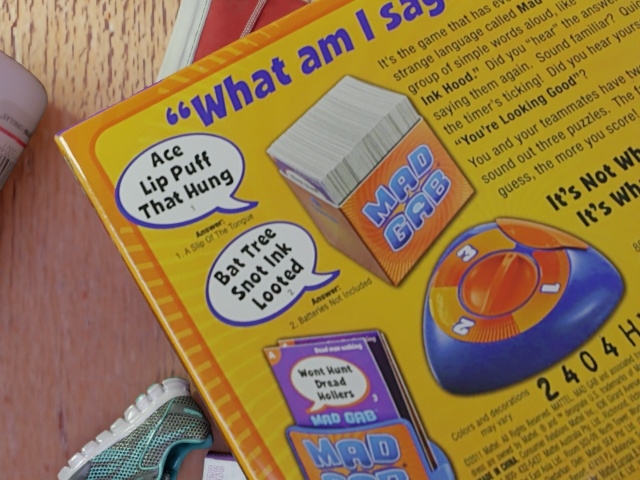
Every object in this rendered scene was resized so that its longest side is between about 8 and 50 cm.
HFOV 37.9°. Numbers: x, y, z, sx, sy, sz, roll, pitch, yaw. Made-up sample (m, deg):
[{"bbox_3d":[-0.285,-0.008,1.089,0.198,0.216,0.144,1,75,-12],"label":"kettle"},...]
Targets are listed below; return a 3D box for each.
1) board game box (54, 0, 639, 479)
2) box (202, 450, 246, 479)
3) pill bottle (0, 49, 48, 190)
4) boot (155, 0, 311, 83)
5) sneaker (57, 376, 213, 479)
[{"bbox_3d":[0.097,0.058,0.643,0.357,0.356,0.356,-30,73,-10],"label":"board game box"},{"bbox_3d":[-0.018,0.342,0.812,0.201,0.057,0.293,7,84,-3],"label":"box"},{"bbox_3d":[-0.413,-0.001,0.742,0.229,0.229,0.407,28,84,0],"label":"pill bottle"},{"bbox_3d":[-0.060,-0.115,0.843,0.176,0.088,0.244,15,80,-3],"label":"boot"},{"bbox_3d":[-0.162,0.197,0.807,0.166,0.065,0.076,-45,66,-4],"label":"sneaker"}]
